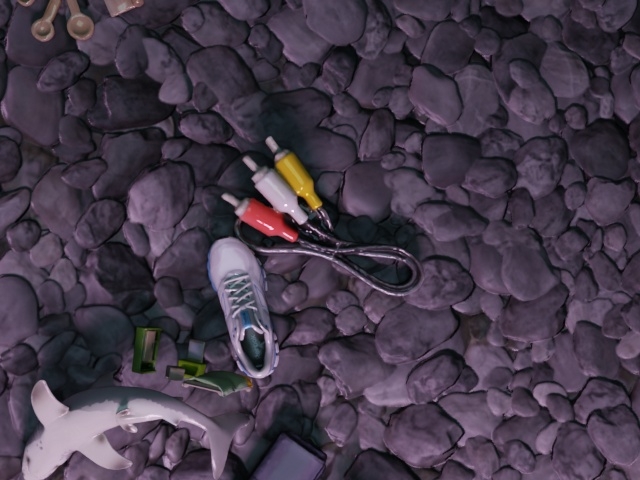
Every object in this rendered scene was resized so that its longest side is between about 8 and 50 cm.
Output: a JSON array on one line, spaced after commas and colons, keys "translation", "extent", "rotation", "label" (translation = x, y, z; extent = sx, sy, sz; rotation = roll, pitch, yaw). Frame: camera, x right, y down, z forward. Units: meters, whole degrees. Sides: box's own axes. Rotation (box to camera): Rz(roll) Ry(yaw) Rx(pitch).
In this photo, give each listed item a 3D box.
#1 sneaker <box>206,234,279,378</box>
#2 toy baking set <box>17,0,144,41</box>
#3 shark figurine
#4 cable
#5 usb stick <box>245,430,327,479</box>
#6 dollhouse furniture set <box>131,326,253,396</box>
[{"translation": [-0.092, 0.084, 0.960], "extent": [0.071, 0.083, 0.190], "rotation": [-18, 91, -5], "label": "sneaker"}, {"translation": [-0.360, -0.382, 1.030], "extent": [0.256, 0.030, 0.196], "rotation": [41, 79, 0], "label": "toy baking set"}, {"translation": [-0.234, 0.201, 0.933], "extent": [0.278, 0.116, 0.166], "rotation": [-6, 116, -1], "label": "shark figurine"}, {"translation": [0.000, 0.000, 1.002], "extent": [0.287, 0.072, 0.139], "rotation": [37, 84, -1], "label": "cable"}, {"translation": [-0.094, 0.365, 0.950], "extent": [0.077, 0.045, 0.278], "rotation": [36, 79, -2], "label": "usb stick"}, {"translation": [-0.157, 0.146, 0.943], "extent": [0.152, 0.076, 0.058], "rotation": [7, 87, 25], "label": "dollhouse furniture set"}]
